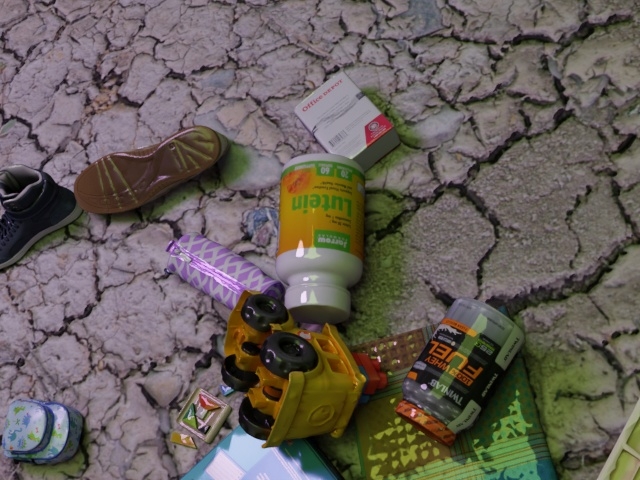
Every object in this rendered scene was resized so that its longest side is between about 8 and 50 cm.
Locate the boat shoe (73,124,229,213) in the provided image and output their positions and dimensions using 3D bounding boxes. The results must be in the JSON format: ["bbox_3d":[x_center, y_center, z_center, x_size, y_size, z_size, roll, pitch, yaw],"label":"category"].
[{"bbox_3d":[-0.293,-0.118,1.773,0.285,0.089,0.104,-17,90,14],"label":"boat shoe"}]

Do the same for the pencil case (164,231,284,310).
[{"bbox_3d":[-0.156,0.057,1.643,0.206,0.088,0.086,27,81,25],"label":"pencil case"}]

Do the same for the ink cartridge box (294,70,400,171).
[{"bbox_3d":[0.044,-0.191,1.694,0.109,0.063,0.150,-38,61,0],"label":"ink cartridge box"}]

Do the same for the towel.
[{"bbox_3d":[0.187,0.296,1.460,0.272,0.040,0.370,-16,62,10],"label":"towel"}]

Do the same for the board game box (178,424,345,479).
[{"bbox_3d":[-0.114,0.429,1.456,0.336,0.079,0.254,-42,51,-2],"label":"board game box"}]

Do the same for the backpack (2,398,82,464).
[{"bbox_3d":[-0.450,0.308,1.637,0.114,0.084,0.105,0,71,15],"label":"backpack"}]

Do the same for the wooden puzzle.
[{"bbox_3d":[-0.186,0.275,1.603,0.079,0.014,0.116,20,75,24],"label":"wooden puzzle"}]

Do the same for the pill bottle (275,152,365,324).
[{"bbox_3d":[0.000,0.000,1.587,0.136,0.136,0.245,-4,67,16],"label":"pill bottle"}]

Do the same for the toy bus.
[{"bbox_3d":[-0.019,0.180,1.478,0.220,0.212,0.149,57,137,48],"label":"toy bus"}]

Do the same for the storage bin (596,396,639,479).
[{"bbox_3d":[0.388,0.354,1.242,0.123,0.262,0.260,27,79,24],"label":"storage bin"}]

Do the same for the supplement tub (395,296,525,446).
[{"bbox_3d":[0.192,0.184,1.421,0.117,0.117,0.190,28,77,26],"label":"supplement tub"}]

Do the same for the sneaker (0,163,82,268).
[{"bbox_3d":[-0.550,-0.042,1.773,0.226,0.163,0.086,-35,64,3],"label":"sneaker"}]
